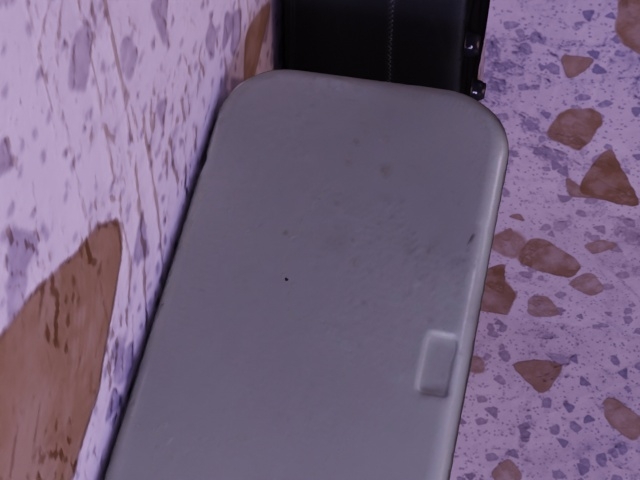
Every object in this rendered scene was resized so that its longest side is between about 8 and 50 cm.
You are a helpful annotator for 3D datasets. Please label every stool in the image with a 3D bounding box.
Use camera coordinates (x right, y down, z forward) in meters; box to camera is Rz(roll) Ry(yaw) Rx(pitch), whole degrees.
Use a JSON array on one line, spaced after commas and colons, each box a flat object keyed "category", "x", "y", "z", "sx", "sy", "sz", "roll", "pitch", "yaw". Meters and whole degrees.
[{"category": "stool", "x": 0.060, "y": -0.192, "z": 0.943, "sx": 0.232, "sy": 0.141, "sz": 0.232, "roll": 8, "pitch": 90, "yaw": -79}]

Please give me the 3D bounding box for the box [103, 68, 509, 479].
[{"category": "box", "x": -0.001, "y": 0.132, "z": 0.821, "sx": 0.344, "sy": 0.177, "sz": 0.352, "roll": 85, "pitch": 16, "yaw": -61}]
